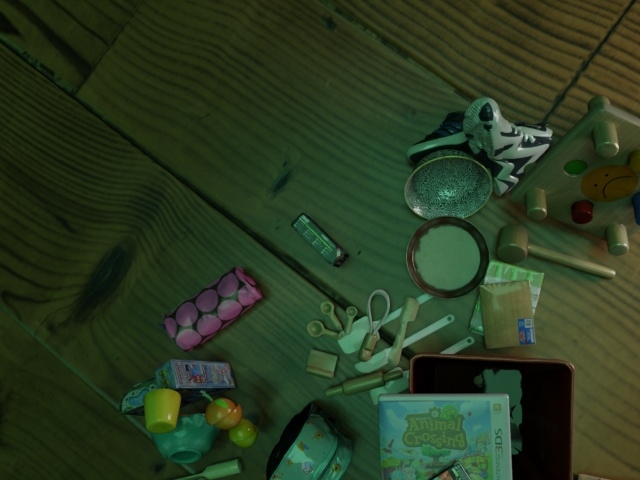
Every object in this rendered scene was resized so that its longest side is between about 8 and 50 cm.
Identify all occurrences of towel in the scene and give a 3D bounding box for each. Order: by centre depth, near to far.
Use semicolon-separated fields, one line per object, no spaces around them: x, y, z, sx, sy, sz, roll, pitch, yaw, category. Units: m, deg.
0.367;0.122;1.317;0.113;0.023;0.152;15;97;6;towel

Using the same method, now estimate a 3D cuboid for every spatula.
0.173;0.204;1.354;0.242;0.019;0.168;-31;80;5;spatula

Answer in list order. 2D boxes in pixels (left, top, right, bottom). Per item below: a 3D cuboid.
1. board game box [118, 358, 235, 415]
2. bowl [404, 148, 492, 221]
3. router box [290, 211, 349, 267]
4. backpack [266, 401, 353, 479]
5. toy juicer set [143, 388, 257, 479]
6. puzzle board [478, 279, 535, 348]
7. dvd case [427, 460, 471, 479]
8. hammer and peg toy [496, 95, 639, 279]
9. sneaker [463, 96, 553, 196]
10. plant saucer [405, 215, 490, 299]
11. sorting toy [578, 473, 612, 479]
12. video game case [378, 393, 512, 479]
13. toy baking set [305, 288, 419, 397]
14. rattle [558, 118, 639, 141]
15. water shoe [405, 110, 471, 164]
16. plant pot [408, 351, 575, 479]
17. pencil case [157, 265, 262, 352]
-0.296;0.290;1.327;0.194;0.194;0.060;-21;69;6;board game box
0.250;-0.124;1.324;0.170;0.170;0.080;-5;45;8;bowl
0.000;0.000;1.362;0.122;0.092;0.038;45;92;9;router box
-0.024;0.419;1.280;0.144;0.188;0.166;35;90;10;backpack
-0.231;0.387;1.324;0.209;0.329;0.089;-2;48;-8;toy juicer set
0.365;0.145;1.302;0.096;0.011;0.128;-6;95;8;puzzle board
0.197;0.424;1.073;0.119;0.013;0.087;-35;84;4;dvd case
0.500;-0.078;1.228;0.266;0.361;0.127;21;50;-11;hammer and peg toy
0.368;-0.208;1.274;0.153;0.235;0.094;-36;40;-8;sneaker
0.255;0.034;1.343;0.168;0.029;0.168;0;87;0;plant saucer
0.527;0.498;1.216;0.274;0.046;0.132;6;55;22;sorting toy
0.203;0.349;1.093;0.212;0.023;0.193;-2;88;9;video game case
0.084;0.206;1.343;0.256;0.030;0.197;-12;83;9;toy baking set
0.601;-0.207;1.315;0.200;0.143;0.130;-44;115;-9;rattle
0.267;-0.215;1.361;0.203;0.073;0.080;-18;60;3;water shoe
0.294;0.330;1.211;0.267;0.236;0.267;2;88;8;plant pot
-0.228;0.138;1.390;0.209;0.095;0.098;-34;60;2;pencil case
